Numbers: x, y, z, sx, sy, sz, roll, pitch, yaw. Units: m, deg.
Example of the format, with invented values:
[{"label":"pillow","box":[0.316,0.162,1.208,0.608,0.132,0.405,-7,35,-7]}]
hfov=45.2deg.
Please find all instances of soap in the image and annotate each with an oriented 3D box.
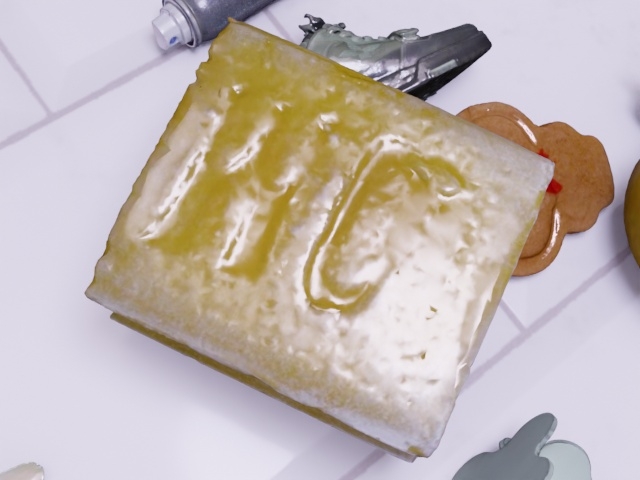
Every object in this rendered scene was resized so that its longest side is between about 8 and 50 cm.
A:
[{"label":"soap","box":[0.000,0.000,0.701,0.335,0.156,0.293,26,74,6]}]

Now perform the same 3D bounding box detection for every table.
[{"label":"table","box":[0.229,0.290,0.710,0.198,0.166,0.166,47,70,0]}]

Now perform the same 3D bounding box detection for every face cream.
[{"label":"face cream","box":[-0.078,-0.312,0.907,0.283,0.073,0.073,-38,81,-20]}]

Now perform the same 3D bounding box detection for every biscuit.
[{"label":"biscuit","box":[0.182,-0.054,0.855,0.333,0.047,0.202,-10,85,-18]}]

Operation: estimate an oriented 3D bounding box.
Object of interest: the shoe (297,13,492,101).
[{"label":"shoe","box":[0.044,-0.206,0.869,0.293,0.109,0.149,-31,84,-13]}]

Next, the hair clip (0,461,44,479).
[{"label":"hair clip","box":[-0.308,0.259,0.670,0.218,0.071,0.159,31,66,-4]}]

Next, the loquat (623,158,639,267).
[{"label":"loquat","box":[0.445,-0.023,0.810,0.243,0.244,0.244,3,70,-8]}]
